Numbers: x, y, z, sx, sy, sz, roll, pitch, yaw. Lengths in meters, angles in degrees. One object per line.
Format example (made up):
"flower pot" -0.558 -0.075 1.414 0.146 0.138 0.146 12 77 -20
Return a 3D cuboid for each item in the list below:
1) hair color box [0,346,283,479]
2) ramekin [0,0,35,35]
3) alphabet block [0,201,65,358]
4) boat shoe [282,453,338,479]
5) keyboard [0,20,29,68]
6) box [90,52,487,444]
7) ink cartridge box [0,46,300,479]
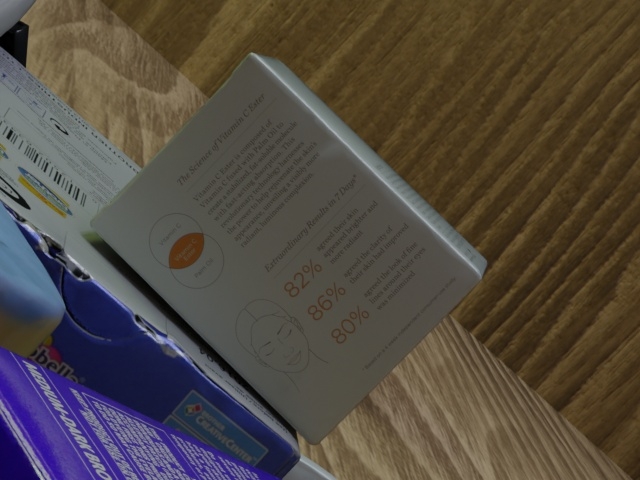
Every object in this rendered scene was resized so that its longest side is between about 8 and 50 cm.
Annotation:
"hair color box" -0.059 0.179 0.624 0.339 0.185 0.110 36 9 -48
"ramekin" -0.297 -0.235 1.052 0.273 0.273 0.127 47 -31 24
"alphabet block" -0.241 0.008 0.572 0.193 0.197 0.192 35 10 -48
"boat shoe" 0.028 0.233 1.098 0.301 0.108 0.102 44 7 -12
"keyboard" -0.228 -0.074 1.196 0.108 0.180 0.023 31 35 34
"box" -0.014 0.002 0.924 0.170 0.130 0.091 45 8 3
"ink cartridge box" -0.160 0.044 0.979 0.270 0.151 0.395 41 6 -13
